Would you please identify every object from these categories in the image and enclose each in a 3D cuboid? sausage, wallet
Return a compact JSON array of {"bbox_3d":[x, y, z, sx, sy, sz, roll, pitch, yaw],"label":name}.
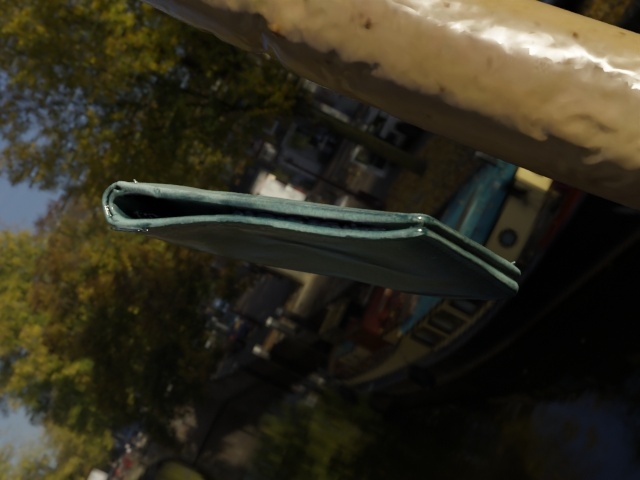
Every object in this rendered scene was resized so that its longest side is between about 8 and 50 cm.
[{"bbox_3d":[0.021,-0.085,0.368,0.065,0.301,0.065,-54,-21,-32],"label":"sausage"},{"bbox_3d":[0.000,0.001,0.823,0.251,0.291,0.054,17,-97,-60],"label":"wallet"}]
